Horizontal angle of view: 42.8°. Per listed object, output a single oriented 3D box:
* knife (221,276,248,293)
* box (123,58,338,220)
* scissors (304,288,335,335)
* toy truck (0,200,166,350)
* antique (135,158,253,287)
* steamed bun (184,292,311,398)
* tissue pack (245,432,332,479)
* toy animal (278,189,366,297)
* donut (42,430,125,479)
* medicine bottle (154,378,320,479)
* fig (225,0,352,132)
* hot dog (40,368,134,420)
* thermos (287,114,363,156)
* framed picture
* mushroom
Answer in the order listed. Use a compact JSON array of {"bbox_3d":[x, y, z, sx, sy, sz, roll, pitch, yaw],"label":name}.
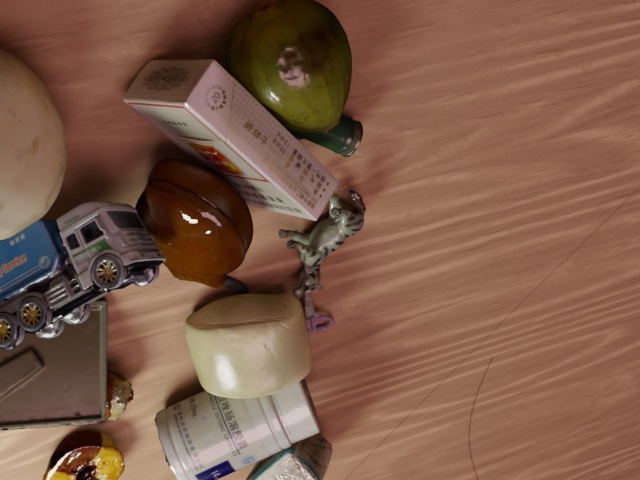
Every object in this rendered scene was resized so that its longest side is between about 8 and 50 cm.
[{"bbox_3d":[-0.243,0.059,1.641,0.247,0.018,0.035,27,113,-34],"label":"knife"},{"bbox_3d":[-0.149,-0.169,1.386,0.330,0.210,0.095,43,72,-38],"label":"box"},{"bbox_3d":[-0.021,0.160,1.760,0.110,0.021,0.212,-17,151,-8],"label":"scissors"},{"bbox_3d":[-0.454,0.063,1.387,0.367,0.175,0.146,-27,174,13],"label":"toy truck"},{"bbox_3d":[-0.229,-0.034,1.468,0.223,0.129,0.278,9,145,18],"label":"antique"},{"bbox_3d":[-0.146,0.217,1.679,0.250,0.155,0.200,-10,115,-4],"label":"steamed bun"},{"bbox_3d":[-0.083,0.549,1.902,0.201,0.271,0.124,-39,88,8],"label":"tissue pack"},{"bbox_3d":[-0.014,0.002,1.647,0.170,0.090,0.255,2,134,-47],"label":"toy animal"},{"bbox_3d":[-0.526,0.500,1.807,0.166,0.073,0.184,18,115,-31],"label":"donut"},{"bbox_3d":[-0.175,0.399,1.802,0.332,0.190,0.190,-24,129,-5],"label":"medicine bottle"},{"bbox_3d":[-0.042,-0.281,1.344,0.207,0.207,0.230,-26,99,-3],"label":"fig"},{"bbox_3d":[-0.489,0.310,1.673,0.213,0.103,0.146,15,142,-25],"label":"hot dog"},{"bbox_3d":[-0.018,-0.220,1.505,0.188,0.083,0.073,20,90,-31],"label":"thermos"},{"bbox_3d":[-0.577,0.238,1.550,0.335,0.022,0.247,0,92,-22],"label":"framed picture"},{"bbox_3d":[-0.570,-0.151,1.231,0.336,0.314,0.314,9,125,8],"label":"mushroom"}]
